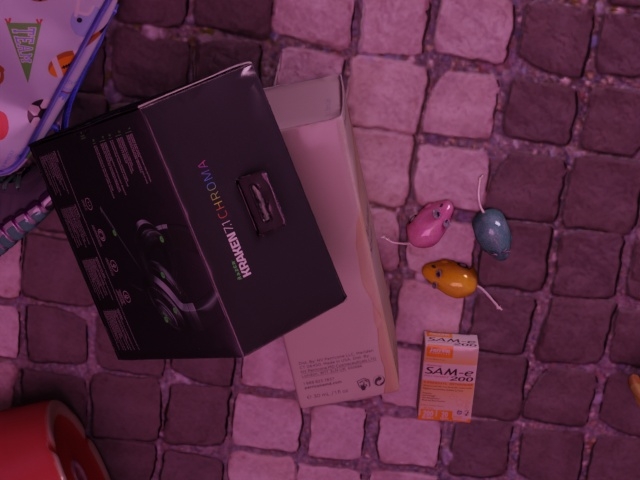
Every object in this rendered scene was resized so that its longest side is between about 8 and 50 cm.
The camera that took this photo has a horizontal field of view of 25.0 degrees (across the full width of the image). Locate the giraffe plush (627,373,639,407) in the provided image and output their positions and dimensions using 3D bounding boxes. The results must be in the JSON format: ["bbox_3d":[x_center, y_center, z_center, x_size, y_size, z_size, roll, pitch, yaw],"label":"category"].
[{"bbox_3d":[0.464,0.168,1.576,0.170,0.181,0.210,29,102,-32],"label":"giraffe plush"}]

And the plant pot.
[{"bbox_3d":[-0.369,0.313,1.617,0.243,0.275,0.275,-25,110,3],"label":"plant pot"}]

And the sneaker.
[{"bbox_3d":[-0.351,-0.041,1.549,0.224,0.083,0.098,-40,101,18],"label":"sneaker"}]

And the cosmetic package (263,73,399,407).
[{"bbox_3d":[0.000,0.000,1.511,0.113,0.160,0.309,-10,113,5],"label":"cosmetic package"}]

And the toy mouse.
[{"bbox_3d":[0.153,-0.004,1.570,0.161,0.031,0.143,20,112,-6],"label":"toy mouse"}]

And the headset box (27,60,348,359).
[{"bbox_3d":[-0.130,-0.021,1.386,0.131,0.283,0.246,-27,99,-31],"label":"headset box"}]

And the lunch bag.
[{"bbox_3d":[-0.336,-0.221,1.454,0.243,0.115,0.303,27,113,-15],"label":"lunch bag"}]

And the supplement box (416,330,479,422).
[{"bbox_3d":[0.144,0.155,1.636,0.062,0.036,0.098,3,113,0],"label":"supplement box"}]
